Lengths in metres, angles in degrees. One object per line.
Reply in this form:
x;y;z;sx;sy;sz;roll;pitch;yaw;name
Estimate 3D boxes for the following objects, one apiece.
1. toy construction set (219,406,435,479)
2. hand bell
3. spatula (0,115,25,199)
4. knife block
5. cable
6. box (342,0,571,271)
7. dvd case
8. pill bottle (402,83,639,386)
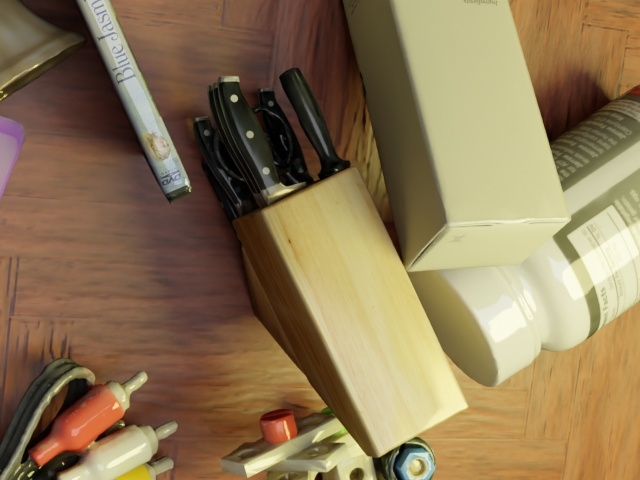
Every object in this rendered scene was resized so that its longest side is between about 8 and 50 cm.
0.008;0.270;1.178;0.215;0.151;0.327;-17;116;-20;toy construction set
-0.287;-0.214;0.996;0.126;0.126;0.242;-35;99;-15;hand bell
-0.262;0.054;0.969;0.084;0.030;0.296;21;75;-65;spatula
0.000;0.000;1.075;0.088;0.275;0.242;-26;138;-17;knife block
-0.232;0.199;1.053;0.287;0.072;0.139;-39;128;-37;cable
0.102;-0.118;1.101;0.113;0.094;0.275;-2;67;-21;box
-0.162;-0.160;1.003;0.022;0.180;0.253;-25;108;-6;dvd case
0.222;-0.004;1.207;0.283;0.161;0.161;-33;110;-15;pill bottle
